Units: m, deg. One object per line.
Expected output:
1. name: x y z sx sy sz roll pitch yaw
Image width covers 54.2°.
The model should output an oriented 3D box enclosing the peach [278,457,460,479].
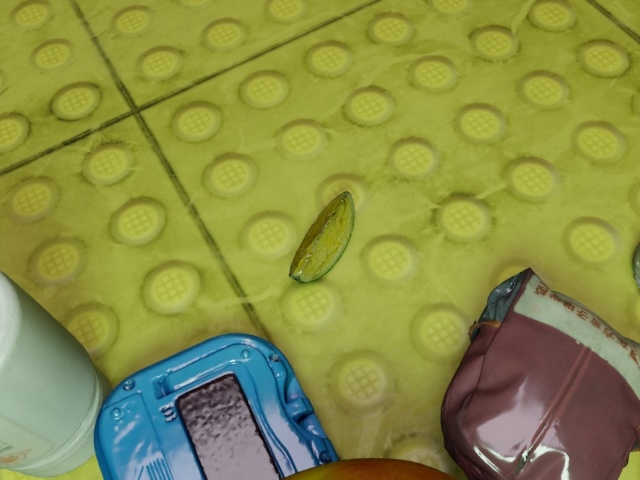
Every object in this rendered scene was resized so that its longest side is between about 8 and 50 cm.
1. peach: 0.083 0.395 0.725 0.306 0.380 0.242 -40 24 2

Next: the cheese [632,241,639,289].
1. cheese: 0.629 0.038 1.026 0.202 0.091 0.175 -15 62 -4

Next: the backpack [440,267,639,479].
1. backpack: 0.312 0.230 0.873 0.283 0.197 0.317 32 56 17

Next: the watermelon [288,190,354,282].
1. watermelon: -0.007 -0.002 1.094 0.075 0.092 0.182 21 72 30

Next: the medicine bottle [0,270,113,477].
1. medicine bottle: -0.432 0.193 0.850 0.210 0.371 0.211 -1 60 2

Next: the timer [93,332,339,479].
1. timer: -0.149 0.310 0.905 0.308 0.115 0.340 -23 62 -17
